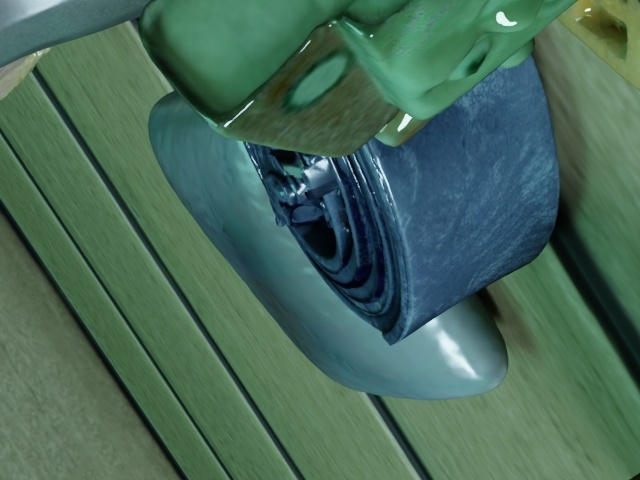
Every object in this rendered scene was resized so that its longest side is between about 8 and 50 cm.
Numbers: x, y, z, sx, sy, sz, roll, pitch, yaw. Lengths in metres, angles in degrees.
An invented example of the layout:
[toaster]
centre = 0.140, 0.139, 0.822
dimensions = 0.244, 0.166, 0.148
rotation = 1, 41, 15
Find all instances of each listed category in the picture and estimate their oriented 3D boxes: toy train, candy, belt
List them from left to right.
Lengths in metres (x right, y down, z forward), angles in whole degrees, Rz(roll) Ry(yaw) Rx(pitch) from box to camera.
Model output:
[toy train]
centre = -0.047, -0.164, 0.384
dimensions = 0.326, 0.129, 0.159
rotation = 50, -166, 16
[candy]
centre = 0.000, 0.000, 0.778
dimensions = 0.174, 0.071, 0.138
rotation = 52, 159, -17
[belt]
centre = 0.016, -0.042, 0.618
dimensions = 0.141, 0.082, 0.190
rotation = 55, 167, 25

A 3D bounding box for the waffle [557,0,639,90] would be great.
[waffle]
centre = 0.078, -0.078, 0.441
dimensions = 0.153, 0.023, 0.097
rotation = 48, 166, 32

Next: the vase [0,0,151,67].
[vase]
centre = -0.069, -0.092, 0.502
dimensions = 0.086, 0.214, 0.086
rotation = 51, 167, 17

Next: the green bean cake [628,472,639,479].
[green bean cake]
centre = 0.171, 0.178, 0.551
dimensions = 0.200, 0.113, 0.214
rotation = 59, 167, -19

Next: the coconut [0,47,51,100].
[coconut]
centre = -0.268, -0.192, 0.993
dimensions = 0.245, 0.233, 0.233
rotation = 47, 166, 4
